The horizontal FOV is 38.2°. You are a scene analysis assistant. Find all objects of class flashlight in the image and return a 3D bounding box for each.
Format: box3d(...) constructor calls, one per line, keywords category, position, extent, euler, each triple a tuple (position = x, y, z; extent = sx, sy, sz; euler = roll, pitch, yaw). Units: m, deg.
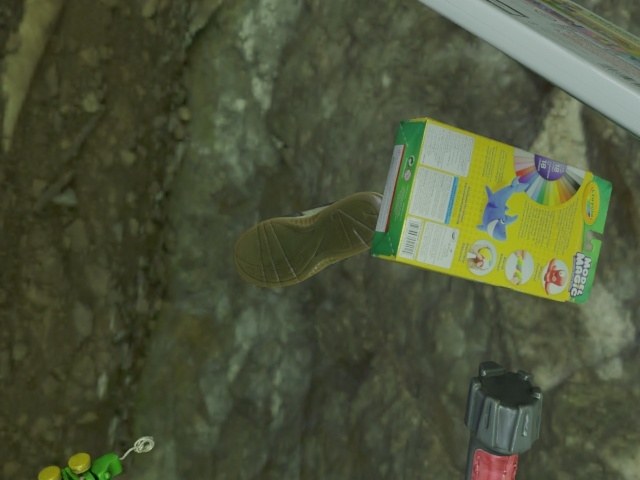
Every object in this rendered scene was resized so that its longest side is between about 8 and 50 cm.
box3d(category="flashlight", position=(0.204, 0.300, 1.069), extent=(0.103, 0.103, 0.303), euler=(-42, 141, -56))

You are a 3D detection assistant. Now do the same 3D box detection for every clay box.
box3d(category="clay box", position=(0.163, -0.022, 0.849), extent=(0.053, 0.222, 0.127), euler=(9, -95, 63))

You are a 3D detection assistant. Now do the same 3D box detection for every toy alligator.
box3d(category="toy alligator", position=(-0.293, 0.306, 1.185), extent=(0.051, 0.190, 0.056), euler=(36, -40, 52))

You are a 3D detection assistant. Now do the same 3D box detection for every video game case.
box3d(category="video game case", position=(0.192, -0.114, 0.606), extent=(0.193, 0.212, 0.023), euler=(-8, 130, -47))

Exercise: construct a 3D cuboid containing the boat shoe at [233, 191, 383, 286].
box3d(category="boat shoe", position=(0.000, -0.001, 1.050), extent=(0.073, 0.224, 0.080), euler=(-11, 82, -55))
